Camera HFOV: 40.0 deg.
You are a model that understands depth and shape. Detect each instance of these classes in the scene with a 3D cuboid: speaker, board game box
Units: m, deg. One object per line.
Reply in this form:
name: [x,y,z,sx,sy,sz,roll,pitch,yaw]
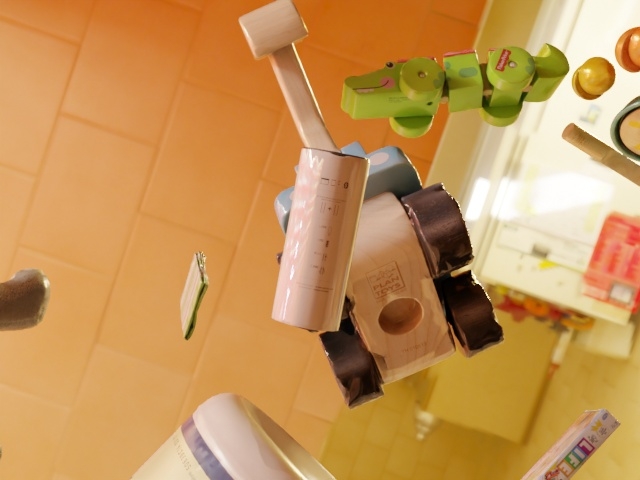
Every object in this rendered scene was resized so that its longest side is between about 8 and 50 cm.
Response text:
speaker: [0.000,0.000,0.675,0.055,0.136,0.055,10,-177,-1]
board game box: [0.300,0.275,1.095,0.026,0.154,0.103,44,174,11]

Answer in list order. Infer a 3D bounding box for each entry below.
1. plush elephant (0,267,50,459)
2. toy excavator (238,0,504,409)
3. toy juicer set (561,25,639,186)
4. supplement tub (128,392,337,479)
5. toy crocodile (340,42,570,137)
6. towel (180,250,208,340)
plush elephant: [-0.540,0.133,1.040,0.255,0.272,0.330,10,178,34]
toy excavator: [0.023,-0.068,1.184,0.445,0.222,0.433,-116,2,-56]
toy juicer set: [0.441,-0.166,1.231,0.209,0.090,0.329,17,149,2]
supplement tub: [-0.112,0.316,0.732,0.235,0.325,0.235,44,174,5]
toy crocodile: [0.198,-0.230,1.282,0.340,0.105,0.115,-7,152,-2]
towel: [-0.217,0.095,1.523,0.023,0.113,0.152,13,-163,-16]
